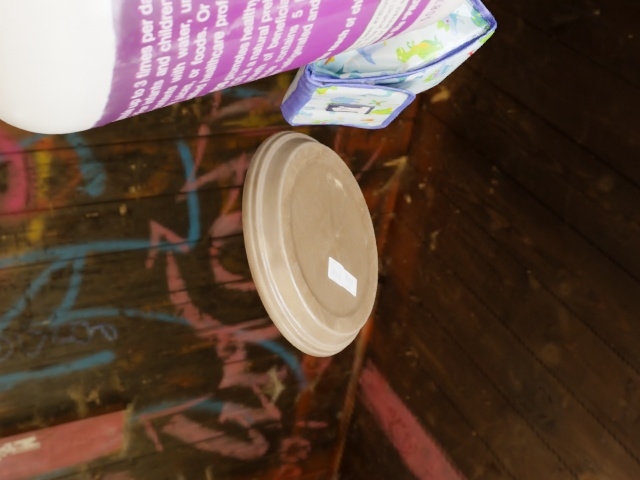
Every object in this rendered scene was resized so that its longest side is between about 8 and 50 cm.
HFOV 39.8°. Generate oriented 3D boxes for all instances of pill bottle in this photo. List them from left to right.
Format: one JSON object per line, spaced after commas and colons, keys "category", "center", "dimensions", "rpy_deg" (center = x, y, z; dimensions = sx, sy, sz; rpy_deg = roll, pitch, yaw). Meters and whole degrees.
{"category": "pill bottle", "center": [-0.079, -0.144, 0.383], "dimensions": [0.169, 0.301, 0.169], "rpy_deg": [38, -40, 41]}

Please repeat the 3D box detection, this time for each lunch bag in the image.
{"category": "lunch bag", "center": [0.043, -0.144, 0.693], "dimensions": [0.096, 0.151, 0.129], "rpy_deg": [61, -12, 0]}

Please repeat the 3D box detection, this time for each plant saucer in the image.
{"category": "plant saucer", "center": [0.000, 0.000, 1.065], "dimensions": [0.041, 0.278, 0.278], "rpy_deg": [-12, -93, 28]}
